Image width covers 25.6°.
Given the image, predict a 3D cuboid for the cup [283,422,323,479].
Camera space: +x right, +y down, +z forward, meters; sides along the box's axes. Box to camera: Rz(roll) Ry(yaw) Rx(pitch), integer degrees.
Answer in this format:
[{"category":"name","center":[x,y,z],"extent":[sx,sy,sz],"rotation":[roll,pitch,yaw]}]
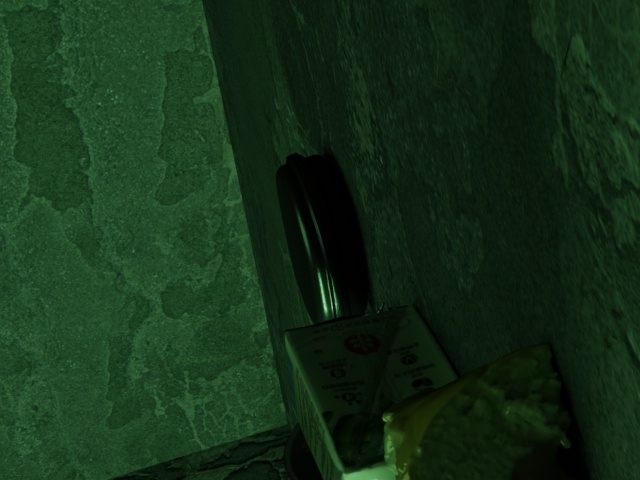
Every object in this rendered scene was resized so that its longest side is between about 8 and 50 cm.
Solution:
[{"category":"cup","center":[0.088,0.392,2.130],"extent":[0.288,0.203,0.203],"rotation":[64,179,-36]}]

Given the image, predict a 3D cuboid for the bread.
[{"category":"bread","center":[0.137,0.232,1.397],"extent":[0.184,0.211,0.224],"rotation":[66,166,9]}]

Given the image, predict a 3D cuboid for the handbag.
[{"category":"handbag","center":[0.001,0.000,2.312],"extent":[0.254,0.093,0.308],"rotation":[-113,10,-49]}]

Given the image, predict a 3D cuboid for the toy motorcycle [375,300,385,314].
[{"category":"toy motorcycle","center":[0.097,0.179,2.134],"extent":[0.100,0.058,0.173],"rotation":[-107,4,-52]}]

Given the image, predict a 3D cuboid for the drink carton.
[{"category":"drink carton","center":[0.082,0.228,1.805],"extent":[0.324,0.194,0.132],"rotation":[-119,19,-60]}]
